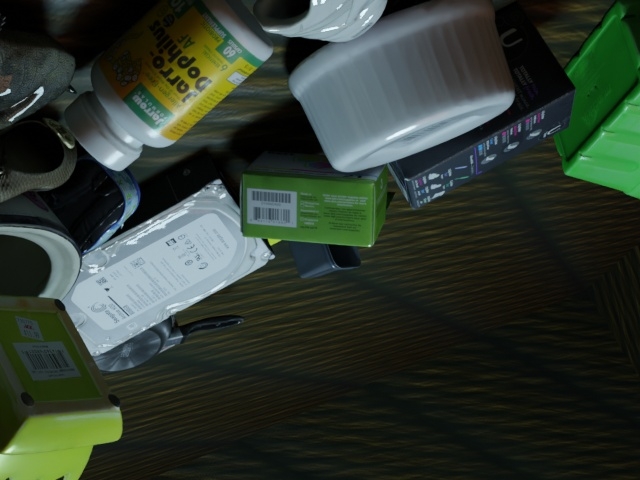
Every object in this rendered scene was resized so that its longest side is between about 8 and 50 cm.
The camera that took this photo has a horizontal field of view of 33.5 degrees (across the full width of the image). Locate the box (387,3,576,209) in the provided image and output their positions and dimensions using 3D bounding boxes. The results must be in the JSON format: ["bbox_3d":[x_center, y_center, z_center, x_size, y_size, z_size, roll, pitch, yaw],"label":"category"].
[{"bbox_3d":[0.210,-0.191,1.546,0.270,0.165,0.143,-28,162,1],"label":"box"}]

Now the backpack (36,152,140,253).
[{"bbox_3d":[-0.281,-0.054,1.318,0.114,0.105,0.084,-37,-177,25],"label":"backpack"}]

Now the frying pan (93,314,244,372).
[{"bbox_3d":[-0.308,0.188,1.927,0.326,0.053,0.197,17,129,-45],"label":"frying pan"}]

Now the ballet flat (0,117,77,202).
[{"bbox_3d":[-0.312,-0.089,1.101,0.058,0.084,0.250,-51,180,21],"label":"ballet flat"}]

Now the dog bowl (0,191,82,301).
[{"bbox_3d":[-0.482,0.031,1.173,0.408,0.150,0.408,-25,163,-8],"label":"dog bowl"}]

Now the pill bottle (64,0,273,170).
[{"bbox_3d":[-0.161,-0.171,1.097,0.208,0.117,0.117,-39,160,12],"label":"pill bottle"}]

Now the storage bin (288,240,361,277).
[{"bbox_3d":[0.000,0.000,1.848,0.091,0.135,0.098,-26,167,34],"label":"storage bin"}]

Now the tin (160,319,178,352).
[{"bbox_3d":[-0.326,0.182,2.014,0.106,0.040,0.189,-24,163,2],"label":"tin"}]

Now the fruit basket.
[{"bbox_3d":[0.612,-0.270,1.816,0.392,0.282,0.392,-9,156,-4],"label":"fruit basket"}]

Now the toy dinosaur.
[{"bbox_3d":[-0.301,-0.151,0.986,0.160,0.121,0.313,-21,162,23],"label":"toy dinosaur"}]

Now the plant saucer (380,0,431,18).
[{"bbox_3d":[0.095,-0.298,1.294,0.199,0.036,0.198,-24,162,-9],"label":"plant saucer"}]

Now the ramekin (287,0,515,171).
[{"bbox_3d":[0.110,-0.190,1.345,0.277,0.135,0.277,-21,177,-1],"label":"ramekin"}]

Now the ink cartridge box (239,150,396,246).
[{"bbox_3d":[0.005,-0.081,1.556,0.189,0.097,0.255,5,-160,10],"label":"ink cartridge box"}]

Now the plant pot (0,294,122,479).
[{"bbox_3d":[-0.368,0.185,1.173,0.207,0.227,0.228,-40,159,17],"label":"plant pot"}]

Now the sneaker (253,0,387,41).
[{"bbox_3d":[0.044,-0.301,1.077,0.152,0.114,0.305,-13,157,-42],"label":"sneaker"}]

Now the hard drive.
[{"bbox_3d":[-0.257,0.034,1.555,0.339,0.064,0.237,-28,146,2],"label":"hard drive"}]

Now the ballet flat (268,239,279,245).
[{"bbox_3d":[-0.140,-0.016,1.682,0.231,0.077,0.077,-21,147,-17],"label":"ballet flat"}]
